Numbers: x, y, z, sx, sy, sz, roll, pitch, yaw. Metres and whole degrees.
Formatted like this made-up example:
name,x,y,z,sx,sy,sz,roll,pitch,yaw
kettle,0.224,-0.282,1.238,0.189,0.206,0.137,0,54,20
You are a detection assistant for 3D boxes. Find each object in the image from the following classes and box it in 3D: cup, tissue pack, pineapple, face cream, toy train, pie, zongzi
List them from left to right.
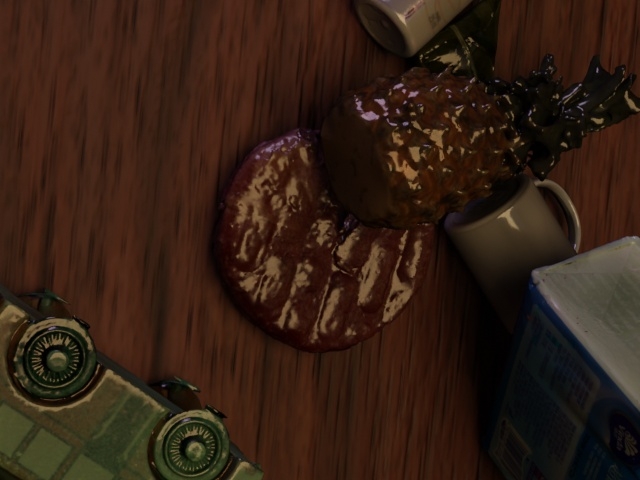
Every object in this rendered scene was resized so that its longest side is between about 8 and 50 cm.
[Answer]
name,x,y,z,sx,sy,sz,roll,pitch,yaw
toy train,-0.207,0.156,1.533,0.326,0.129,0.159,37,84,-22
pie,0.000,0.000,1.656,0.218,0.054,0.204,37,78,-24
face cream,0.150,-0.287,1.689,0.269,0.082,0.082,-44,109,-15
zongzi,0.156,-0.169,1.710,0.119,0.055,0.109,-38,115,-14
pineapple,0.151,-0.101,1.628,0.310,0.170,0.141,-16,69,-29
cup,0.196,0.006,1.731,0.099,0.136,0.133,-27,108,23
tissue pack,0.272,0.158,1.643,0.146,0.198,0.263,-20,143,-25
